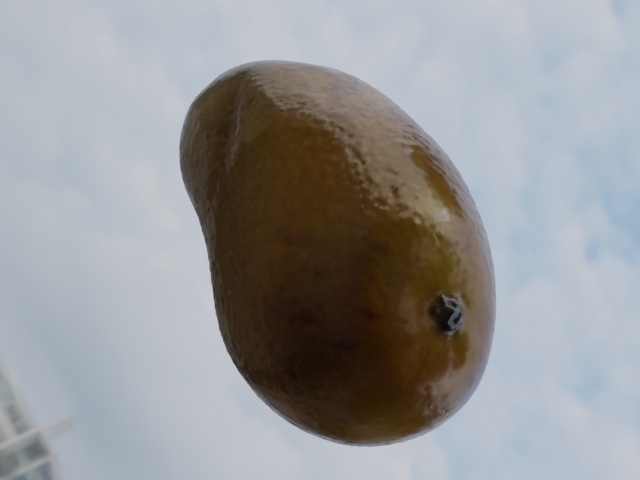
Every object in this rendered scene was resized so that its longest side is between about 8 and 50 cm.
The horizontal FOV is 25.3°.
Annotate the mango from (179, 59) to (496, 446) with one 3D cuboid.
[{"bbox_3d":[0.004,-0.003,0.523,0.115,0.089,0.165,-43,-126,39],"label":"mango"}]
